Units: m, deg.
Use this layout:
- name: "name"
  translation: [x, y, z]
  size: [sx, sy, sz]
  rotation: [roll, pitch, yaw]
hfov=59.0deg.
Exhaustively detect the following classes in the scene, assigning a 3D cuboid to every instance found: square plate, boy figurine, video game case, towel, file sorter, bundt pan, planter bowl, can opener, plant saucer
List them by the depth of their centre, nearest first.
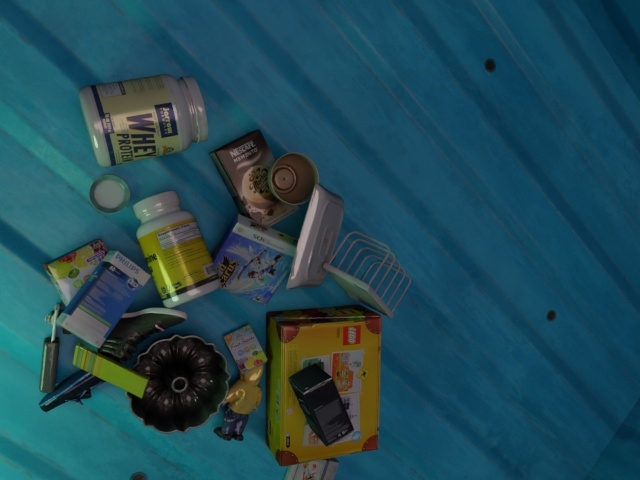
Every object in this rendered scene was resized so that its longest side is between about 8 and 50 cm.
- name: "towel"
  translation: [-0.631, 0.392, 1.703]
  size: [0.237, 0.021, 0.102]
  rotation: [27, 127, -1]
- name: "can opener"
  translation: [-0.803, 0.324, 1.725]
  size: [0.093, 0.074, 0.280]
  rotation: [11, 92, -23]
- name: "plant saucer"
  translation: [-0.654, -0.143, 1.757]
  size: [0.120, 0.021, 0.119]
  rotation: [-3, 97, -21]
- name: "planter bowl"
  translation: [-0.100, -0.196, 1.801]
  size: [0.162, 0.109, 0.161]
  rotation: [-2, 96, -24]
- name: "bundt pan"
  translation: [-0.467, 0.450, 1.851]
  size: [0.331, 0.124, 0.330]
  rotation: [-3, 98, -21]
- name: "video game case"
  translation: [-0.226, 0.071, 1.868]
  size: [0.244, 0.061, 0.269]
  rotation: [24, 118, -22]
- name: "square plate"
  translation: [0.000, 0.000, 1.892]
  size: [0.049, 0.347, 0.343]
  rotation: [15, 91, 16]
- name: "boy figurine"
  translation: [-0.276, 0.542, 1.949]
  size: [0.177, 0.092, 0.285]
  rotation: [19, 87, -46]
- name: "file sorter"
  translation: [0.174, 0.116, 1.974]
  size: [0.173, 0.193, 0.277]
  rotation: [-57, 145, -11]

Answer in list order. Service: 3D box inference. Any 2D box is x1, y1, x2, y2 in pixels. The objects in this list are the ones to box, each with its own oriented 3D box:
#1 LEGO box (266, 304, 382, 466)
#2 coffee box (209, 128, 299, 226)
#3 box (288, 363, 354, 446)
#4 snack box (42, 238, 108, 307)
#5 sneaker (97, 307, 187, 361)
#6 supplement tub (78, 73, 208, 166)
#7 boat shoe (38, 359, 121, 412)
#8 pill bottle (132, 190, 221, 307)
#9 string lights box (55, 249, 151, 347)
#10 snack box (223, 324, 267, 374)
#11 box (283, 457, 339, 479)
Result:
- name: "LEGO box"
  translation: [0.008, 0.501, 2.011]
  size: [0.373, 0.193, 0.499]
  rotation: [-1, 97, -22]
- name: "coffee box"
  translation: [-0.219, -0.196, 1.874]
  size: [0.168, 0.119, 0.297]
  rotation: [-32, 107, -16]
- name: "box"
  translation: [0.001, 0.526, 1.824]
  size: [0.108, 0.153, 0.207]
  rotation: [-26, 106, -17]
- name: "snack box"
  translation: [-0.705, 0.124, 1.720]
  size: [0.175, 0.070, 0.207]
  rotation: [-33, 110, -34]
- name: "sneaker"
  translation: [-0.550, 0.294, 1.735]
  size: [0.296, 0.104, 0.146]
  rotation: [-8, 61, 8]
- name: "supplement tub"
  translation: [-0.518, -0.359, 1.670]
  size: [0.325, 0.235, 0.235]
  rotation: [-16, 102, -19]
- name: "boat shoe"
  translation: [-0.734, 0.458, 1.755]
  size: [0.258, 0.109, 0.089]
  rotation: [-31, 110, -14]
- name: "pill bottle"
  translation: [-0.452, 0.025, 1.756]
  size: [0.188, 0.188, 0.333]
  rotation: [-22, 90, -18]
- name: "string lights box"
  translation: [-0.639, 0.171, 1.677]
  size: [0.133, 0.077, 0.259]
  rotation: [45, 63, -30]
- name: "snack box"
  translation: [-0.257, 0.372, 1.936]
  size: [0.100, 0.037, 0.141]
  rotation: [-24, 70, -19]
- name: "box"
  translation: [-0.037, 0.880, 2.125]
  size: [0.186, 0.038, 0.145]
  rotation: [20, 89, -22]
